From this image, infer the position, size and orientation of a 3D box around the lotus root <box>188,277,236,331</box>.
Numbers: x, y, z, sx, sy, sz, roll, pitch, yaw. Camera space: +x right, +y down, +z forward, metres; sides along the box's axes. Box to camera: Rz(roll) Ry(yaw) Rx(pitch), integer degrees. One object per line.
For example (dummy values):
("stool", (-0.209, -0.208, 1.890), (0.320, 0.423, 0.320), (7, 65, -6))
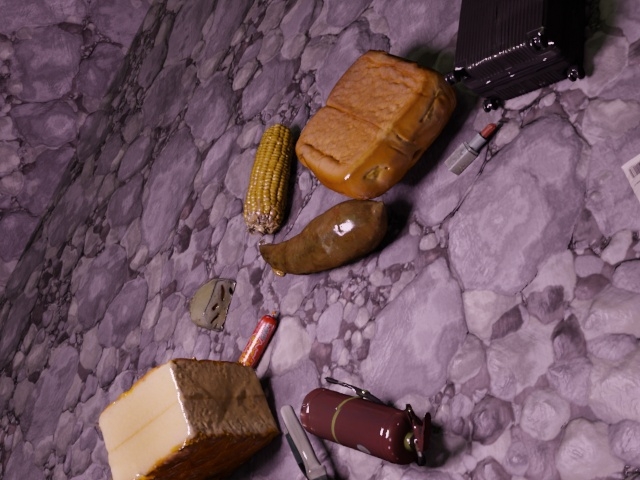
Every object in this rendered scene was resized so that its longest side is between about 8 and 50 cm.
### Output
("lotus root", (-0.297, 0.165, 2.226), (0.144, 0.070, 0.143), (-17, 55, 46))

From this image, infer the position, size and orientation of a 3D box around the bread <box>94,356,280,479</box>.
("bread", (-0.280, 0.396, 1.850), (0.279, 0.279, 0.207), (-42, 57, 28))

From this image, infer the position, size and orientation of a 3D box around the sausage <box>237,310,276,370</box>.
("sausage", (-0.140, 0.230, 2.012), (0.050, 0.048, 0.145), (28, 88, 49))

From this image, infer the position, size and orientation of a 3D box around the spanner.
("spanner", (-0.014, 0.450, 1.677), (0.040, 0.095, 0.325), (-18, 34, -13))

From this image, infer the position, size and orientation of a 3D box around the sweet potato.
("sweet potato", (0.000, 0.006, 1.910), (0.423, 0.130, 0.130), (-22, 52, 47))

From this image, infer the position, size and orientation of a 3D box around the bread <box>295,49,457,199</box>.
("bread", (0.117, -0.238, 1.870), (0.328, 0.148, 0.337), (-54, 31, -1))

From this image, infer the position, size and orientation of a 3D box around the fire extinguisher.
("fire extinguisher", (0.092, 0.330, 1.586), (0.341, 0.105, 0.141), (0, 113, 55))

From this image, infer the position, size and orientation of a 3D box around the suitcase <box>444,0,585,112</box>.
("suitcase", (0.389, -0.448, 1.683), (0.230, 0.152, 0.335), (-15, 56, 45))

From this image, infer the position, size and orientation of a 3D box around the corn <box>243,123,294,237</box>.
("corn", (-0.128, -0.154, 2.187), (0.115, 0.115, 0.317), (-21, 53, 44))

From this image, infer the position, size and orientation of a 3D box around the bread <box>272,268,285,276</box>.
("bread", (-0.083, 0.046, 2.066), (0.088, 0.034, 0.049), (-46, 45, 22))

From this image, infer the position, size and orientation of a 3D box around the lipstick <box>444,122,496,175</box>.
("lipstick", (0.305, -0.188, 1.728), (0.129, 0.030, 0.030), (-46, 39, 22))

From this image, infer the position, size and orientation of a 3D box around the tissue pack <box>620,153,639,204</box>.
("tissue pack", (0.553, -0.101, 1.301), (0.149, 0.099, 0.106), (-38, 44, 31))
